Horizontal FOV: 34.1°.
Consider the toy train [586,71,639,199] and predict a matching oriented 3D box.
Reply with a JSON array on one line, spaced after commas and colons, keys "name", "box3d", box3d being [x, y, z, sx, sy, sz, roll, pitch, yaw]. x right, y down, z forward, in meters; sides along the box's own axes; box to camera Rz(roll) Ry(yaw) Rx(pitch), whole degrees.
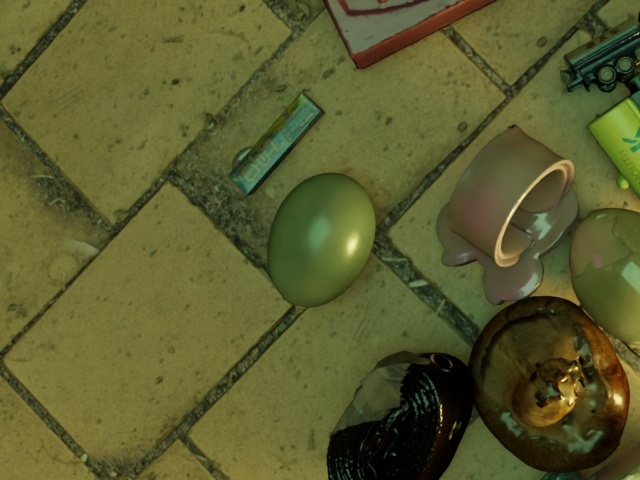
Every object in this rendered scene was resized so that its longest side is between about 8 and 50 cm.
[{"name": "toy train", "box3d": [0.530, -0.132, 1.627, 0.157, 0.105, 0.253, -37, 90, 15]}]

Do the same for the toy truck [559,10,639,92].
[{"name": "toy truck", "box3d": [0.477, -0.299, 1.650, 0.201, 0.074, 0.088, -29, 78, 12]}]

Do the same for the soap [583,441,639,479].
[{"name": "soap", "box3d": [0.604, 0.440, 1.572, 0.446, 0.156, 0.261, 17, 94, -1]}]

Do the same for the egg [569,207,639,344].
[{"name": "egg", "box3d": [0.478, 0.046, 1.609, 0.183, 0.183, 0.217, -33, 79, 11]}]

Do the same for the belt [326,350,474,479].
[{"name": "belt", "box3d": [0.137, 0.303, 1.695, 0.184, 0.164, 0.289, 38, 117, 25]}]

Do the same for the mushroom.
[{"name": "mushroom", "box3d": [0.340, 0.220, 1.635, 0.267, 0.254, 0.267, -26, 52, 38]}]

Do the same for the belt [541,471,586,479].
[{"name": "belt", "box3d": [0.326, 0.492, 1.706, 0.072, 0.087, 0.302, 37, 99, 2]}]

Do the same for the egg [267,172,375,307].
[{"name": "egg", "box3d": [0.000, 0.000, 1.708, 0.168, 0.168, 0.231, 23, 101, 10]}]

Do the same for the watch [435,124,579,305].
[{"name": "watch", "box3d": [0.274, -0.049, 1.616, 0.211, 0.217, 0.248, 40, 95, 29]}]

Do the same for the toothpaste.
[{"name": "toothpaste", "box3d": [-0.083, -0.171, 1.780, 0.070, 0.044, 0.193, 43, 100, 6]}]

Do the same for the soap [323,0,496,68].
[{"name": "soap", "box3d": [0.164, -0.461, 1.676, 0.359, 0.128, 0.233, -26, 87, 10]}]
